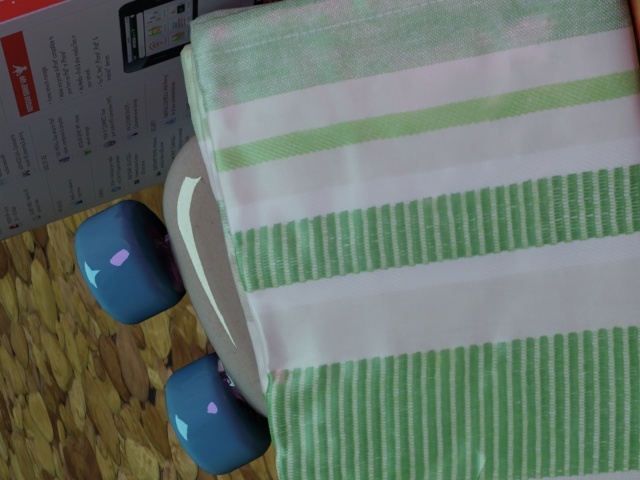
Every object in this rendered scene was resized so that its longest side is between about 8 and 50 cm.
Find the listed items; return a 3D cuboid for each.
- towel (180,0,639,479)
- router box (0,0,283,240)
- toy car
[{"bbox_3d":[0.066,0.017,0.844,0.248,0.038,0.324,-9,99,21],"label":"towel"},{"bbox_3d":[-0.143,-0.113,0.963,0.335,0.301,0.082,109,139,-72],"label":"router box"},{"bbox_3d":[0.000,0.000,1.013,0.210,0.219,0.238,60,-165,-8],"label":"toy car"}]
